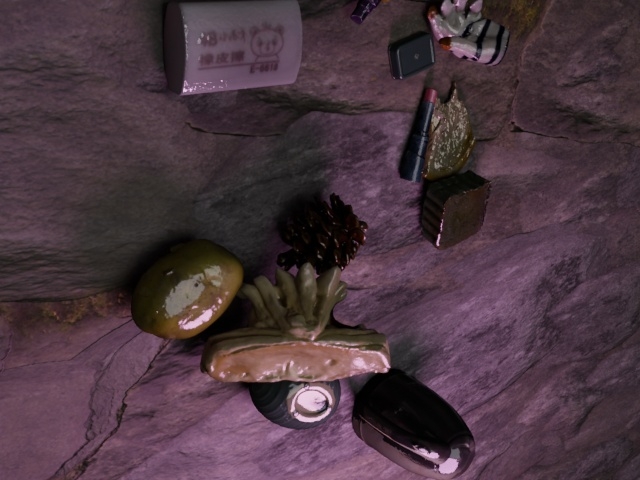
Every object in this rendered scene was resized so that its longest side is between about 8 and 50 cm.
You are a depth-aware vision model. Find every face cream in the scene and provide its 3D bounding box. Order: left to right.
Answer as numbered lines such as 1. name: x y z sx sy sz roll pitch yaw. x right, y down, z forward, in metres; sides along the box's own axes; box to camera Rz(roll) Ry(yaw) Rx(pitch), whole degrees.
1. face cream: 0.152 -0.592 1.777 0.078 0.078 0.273 40 80 -41

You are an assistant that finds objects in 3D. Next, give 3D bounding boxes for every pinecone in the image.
1. pinecone: 0.001 0.002 1.831 0.212 0.168 0.185 -45 171 -10

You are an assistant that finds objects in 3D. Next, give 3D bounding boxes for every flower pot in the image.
1. flower pot: -0.058 0.357 1.940 0.243 0.157 0.189 23 94 -36

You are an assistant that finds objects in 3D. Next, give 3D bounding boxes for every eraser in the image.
1. eraser: -0.169 -0.386 1.592 0.270 0.095 0.174 -13 118 -34

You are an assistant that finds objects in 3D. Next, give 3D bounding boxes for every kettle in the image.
1. kettle: 0.242 0.496 2.125 0.321 0.324 0.228 28 89 -43

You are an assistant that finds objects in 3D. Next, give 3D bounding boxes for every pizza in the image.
1. pizza: 0.335 -0.279 2.082 0.181 0.034 0.262 -15 116 -33

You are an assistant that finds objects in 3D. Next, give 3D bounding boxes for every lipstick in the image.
1. lipstick: 0.247 -0.264 2.011 0.053 0.053 0.234 4 101 -40

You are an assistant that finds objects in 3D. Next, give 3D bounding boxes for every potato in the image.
1. potato: -0.276 0.100 1.663 0.228 0.149 0.197 -58 145 -3

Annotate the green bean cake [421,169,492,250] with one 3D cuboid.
1. green bean cake: 0.348 -0.084 2.113 0.181 0.094 0.173 -22 133 -32

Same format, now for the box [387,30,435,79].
1. box: 0.220 -0.440 1.925 0.126 0.031 0.091 -27 123 -27

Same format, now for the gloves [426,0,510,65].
1. gloves: 0.349 -0.510 1.958 0.219 0.131 0.140 22 96 -12

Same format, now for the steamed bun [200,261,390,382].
1. steamed bun: -0.058 0.182 1.781 0.428 0.189 0.247 -3 146 -4
